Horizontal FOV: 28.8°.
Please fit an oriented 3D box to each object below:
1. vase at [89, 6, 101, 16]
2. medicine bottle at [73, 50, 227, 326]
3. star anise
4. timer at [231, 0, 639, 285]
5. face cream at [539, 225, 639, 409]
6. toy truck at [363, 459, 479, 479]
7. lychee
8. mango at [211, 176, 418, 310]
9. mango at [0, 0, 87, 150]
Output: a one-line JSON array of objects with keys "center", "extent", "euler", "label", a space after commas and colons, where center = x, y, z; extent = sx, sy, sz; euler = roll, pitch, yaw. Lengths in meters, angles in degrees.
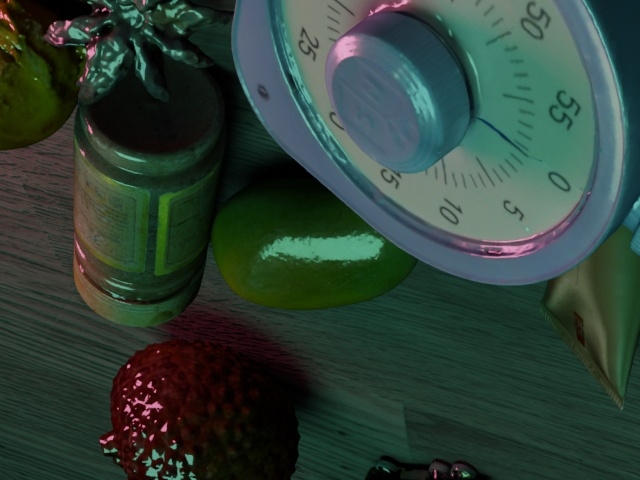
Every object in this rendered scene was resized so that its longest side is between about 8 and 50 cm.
[{"center": [-0.254, -0.280, 1.153], "extent": [0.167, 0.059, 0.059], "euler": [40, 146, -15], "label": "vase"}, {"center": [-0.185, -0.048, 1.323], "extent": [0.151, 0.151, 0.322], "euler": [27, 147, 6], "label": "medicine bottle"}, {"center": [-0.169, -0.208, 1.113], "extent": [0.204, 0.061, 0.181], "euler": [-27, 104, 18], "label": "star anise"}, {"center": [0.104, -0.129, 0.885], "extent": [0.395, 0.173, 0.395], "euler": [34, 146, 27], "label": "timer"}, {"center": [0.258, 0.018, 1.124], "extent": [0.137, 0.084, 0.341], "euler": [53, 160, 31], "label": "face cream"}, {"center": [0.149, 0.360, 1.673], "extent": [0.191, 0.085, 0.116], "euler": [-7, 137, 40], "label": "toy truck"}, {"center": [-0.156, 0.248, 1.624], "extent": [0.260, 0.261, 0.261], "euler": [21, 146, 15], "label": "lychee"}, {"center": [0.000, 0.000, 1.289], "extent": [0.251, 0.114, 0.156], "euler": [-8, 122, 28], "label": "mango"}, {"center": [-0.398, -0.201, 1.261], "extent": [0.350, 0.201, 0.199], "euler": [21, 120, 28], "label": "mango"}]
